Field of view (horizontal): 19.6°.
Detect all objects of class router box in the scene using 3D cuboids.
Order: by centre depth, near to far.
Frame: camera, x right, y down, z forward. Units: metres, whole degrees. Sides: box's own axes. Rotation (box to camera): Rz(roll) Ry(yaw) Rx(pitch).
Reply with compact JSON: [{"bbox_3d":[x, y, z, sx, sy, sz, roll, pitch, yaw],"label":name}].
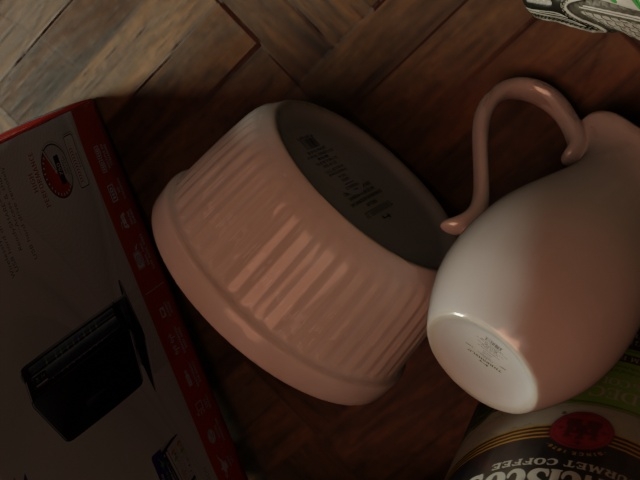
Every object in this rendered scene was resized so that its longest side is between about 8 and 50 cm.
[{"bbox_3d":[-0.191,0.099,1.282,0.082,0.301,0.335,-17,100,23],"label":"router box"}]

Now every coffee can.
[{"bbox_3d":[0.170,0.194,1.203,0.202,0.275,0.201,10,123,16],"label":"coffee can"}]

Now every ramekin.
[{"bbox_3d":[0.000,0.000,1.243,0.207,0.207,0.109,42,112,0],"label":"ramekin"}]

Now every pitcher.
[{"bbox_3d":[0.140,-0.004,1.185,0.178,0.207,0.125,35,150,15],"label":"pitcher"}]

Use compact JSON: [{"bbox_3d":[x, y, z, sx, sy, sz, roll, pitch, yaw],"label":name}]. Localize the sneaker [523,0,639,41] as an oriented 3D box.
[{"bbox_3d":[0.277,-0.097,1.127,0.344,0.134,0.146,23,120,10],"label":"sneaker"}]
